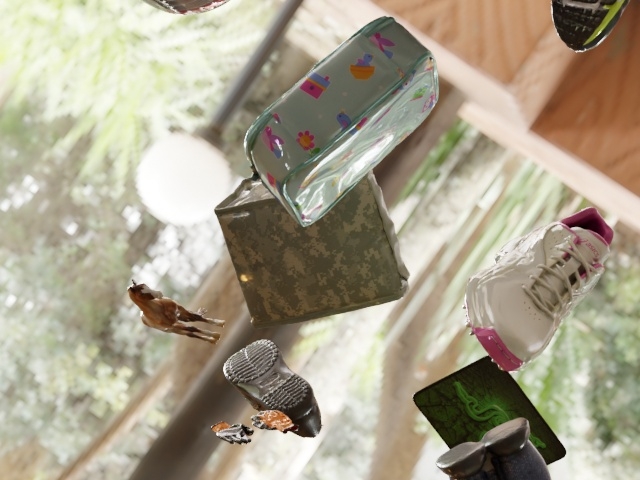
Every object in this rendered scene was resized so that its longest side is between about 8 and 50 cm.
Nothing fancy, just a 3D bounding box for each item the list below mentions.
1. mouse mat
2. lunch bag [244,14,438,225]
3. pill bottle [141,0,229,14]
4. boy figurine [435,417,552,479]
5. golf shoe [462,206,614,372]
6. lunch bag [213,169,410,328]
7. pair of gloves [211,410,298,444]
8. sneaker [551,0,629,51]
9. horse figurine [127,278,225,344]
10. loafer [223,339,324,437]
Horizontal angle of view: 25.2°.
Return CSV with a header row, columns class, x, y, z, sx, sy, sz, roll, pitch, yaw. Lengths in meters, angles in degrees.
class,x,y,z,sx,sy,sz,roll,pitch,yaw
mouse mat,0.238,0.262,2.031,0.190,0.152,0.007,52,-151,-11
lunch bag,0.027,-0.152,1.884,0.108,0.279,0.224,47,175,15
pill bottle,-0.171,-0.311,1.306,0.161,0.161,0.283,35,-172,18
boy figurine,0.208,0.324,1.394,0.092,0.177,0.285,144,102,-89
golf shoe,0.254,0.044,1.640,0.115,0.140,0.306,49,-151,-6
lunch bag,0.000,0.000,2.411,0.169,0.287,0.235,-49,-54,-58
pair of gloves,-0.073,0.204,1.569,0.083,0.010,0.074,-14,-165,-26
sneaker,0.391,-0.346,1.760,0.111,0.300,0.121,19,161,47
horse figurine,-0.255,0.131,2.510,0.174,0.066,0.263,19,174,-3
loafer,-0.062,0.201,1.870,0.078,0.080,0.220,64,169,-27
